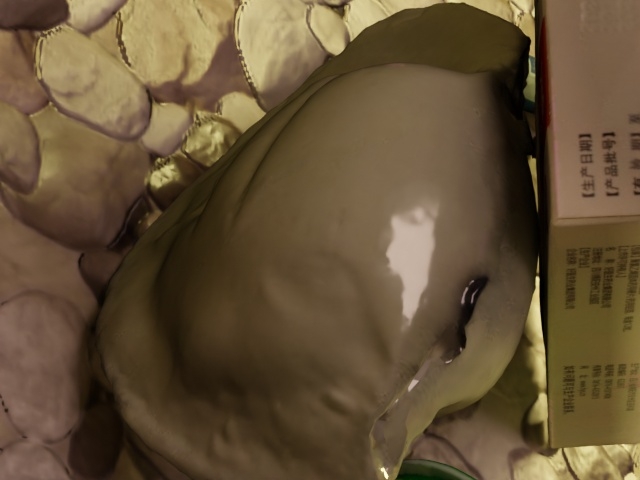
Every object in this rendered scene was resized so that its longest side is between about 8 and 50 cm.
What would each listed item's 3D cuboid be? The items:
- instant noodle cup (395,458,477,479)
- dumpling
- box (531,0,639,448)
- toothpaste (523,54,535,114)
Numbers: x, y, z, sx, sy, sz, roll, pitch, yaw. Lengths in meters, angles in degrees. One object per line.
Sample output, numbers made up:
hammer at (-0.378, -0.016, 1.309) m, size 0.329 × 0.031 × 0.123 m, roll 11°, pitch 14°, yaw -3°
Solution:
instant noodle cup at (-0.019, 0.229, 0.888) m, size 0.232 × 0.207 × 0.207 m, roll -15°, pitch 83°, yaw -37°
dumpling at (0.002, 0.005, 0.979) m, size 0.243 × 0.227 × 0.175 m, roll -38°, pitch 119°, yaw -50°
box at (0.147, -0.040, 1.068) m, size 0.353 × 0.069 × 0.214 m, roll 71°, pitch 17°, yaw -66°
toothpaste at (0.174, -0.086, 1.284) m, size 0.197 × 0.035 × 0.057 m, roll 18°, pitch 18°, yaw -34°
